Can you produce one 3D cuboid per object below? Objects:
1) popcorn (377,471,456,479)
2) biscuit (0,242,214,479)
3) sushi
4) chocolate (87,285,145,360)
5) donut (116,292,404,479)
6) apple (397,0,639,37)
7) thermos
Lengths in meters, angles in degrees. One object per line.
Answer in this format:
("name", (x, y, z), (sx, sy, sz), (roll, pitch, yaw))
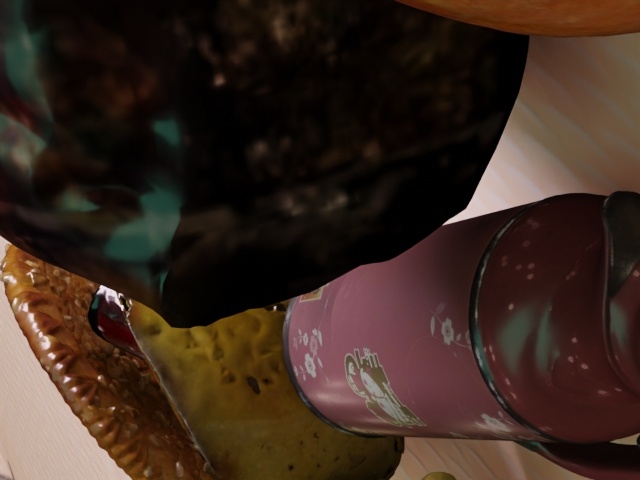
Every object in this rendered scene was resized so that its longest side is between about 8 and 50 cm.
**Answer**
("popcorn", (0.075, 0.268, 0.866), (0.252, 0.215, 0.286), (133, 117, -73))
("biscuit", (-0.147, 0.109, 1.277), (0.305, 0.038, 0.305), (50, -173, -9))
("sushi", (-0.065, -0.162, 0.680), (0.299, 0.281, 0.294), (27, 137, 38))
("chocolate", (-0.087, 0.054, 1.194), (0.080, 0.125, 0.149), (37, -179, 37))
("donut", (-0.044, 0.062, 0.987), (0.272, 0.107, 0.272), (57, 180, 1))
("apple", (0.073, -0.182, 0.411), (0.253, 0.254, 0.253), (50, 152, 38))
("thermos", (0.091, 0.053, 0.737), (0.330, 0.110, 0.136), (164, 97, -68))
